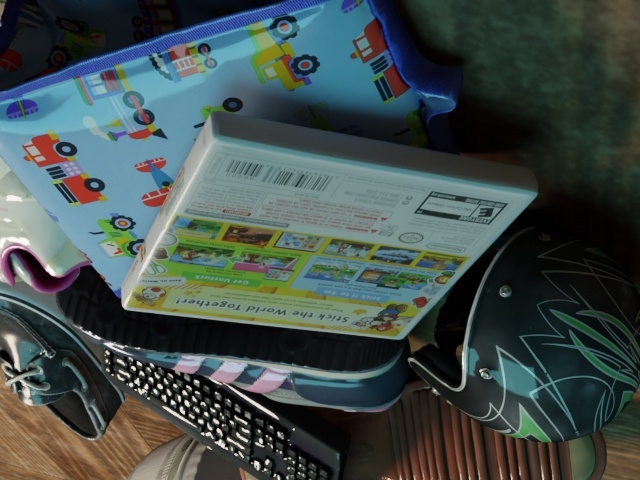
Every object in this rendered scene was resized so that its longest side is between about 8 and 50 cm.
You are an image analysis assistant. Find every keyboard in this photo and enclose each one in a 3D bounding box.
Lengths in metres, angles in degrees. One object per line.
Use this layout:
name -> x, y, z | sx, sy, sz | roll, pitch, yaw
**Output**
keyboard -> -0.105, 0.144, 1.192 | 0.317, 0.033, 0.202 | 27, 127, 24

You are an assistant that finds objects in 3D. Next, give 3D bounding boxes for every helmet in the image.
helmet -> 0.159, 0.069, 0.861 | 0.169, 0.169, 0.161 | 34, 165, -23

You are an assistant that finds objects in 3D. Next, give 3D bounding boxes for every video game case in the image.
video game case -> 0.000, 0.000, 0.801 | 0.226, 0.026, 0.206 | 8, 144, -23

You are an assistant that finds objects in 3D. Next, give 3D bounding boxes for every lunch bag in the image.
lunch bag -> -0.049, -0.083, 0.785 | 0.293, 0.138, 0.221 | -5, 142, 23

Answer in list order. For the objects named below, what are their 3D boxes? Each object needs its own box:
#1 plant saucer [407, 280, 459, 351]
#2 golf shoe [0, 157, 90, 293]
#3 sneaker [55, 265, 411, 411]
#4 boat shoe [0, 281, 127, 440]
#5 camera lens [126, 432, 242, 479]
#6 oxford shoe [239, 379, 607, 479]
plant saucer -> 0.003, 0.025, 1.015 | 0.277, 0.041, 0.278 | 16, 153, 9
golf shoe -> -0.269, -0.017, 0.979 | 0.115, 0.140, 0.306 | -15, -179, -34
sneaker -> -0.077, 0.091, 1.021 | 0.318, 0.112, 0.131 | 12, 148, 18
boat shoe -> -0.321, 0.141, 1.359 | 0.108, 0.102, 0.301 | 7, 150, 23
camera lens -> -0.114, 0.332, 1.440 | 0.219, 0.219, 0.274 | 29, 151, -16
oxford shoe -> 0.113, 0.211, 1.219 | 0.396, 0.141, 0.146 | -5, 174, 30
